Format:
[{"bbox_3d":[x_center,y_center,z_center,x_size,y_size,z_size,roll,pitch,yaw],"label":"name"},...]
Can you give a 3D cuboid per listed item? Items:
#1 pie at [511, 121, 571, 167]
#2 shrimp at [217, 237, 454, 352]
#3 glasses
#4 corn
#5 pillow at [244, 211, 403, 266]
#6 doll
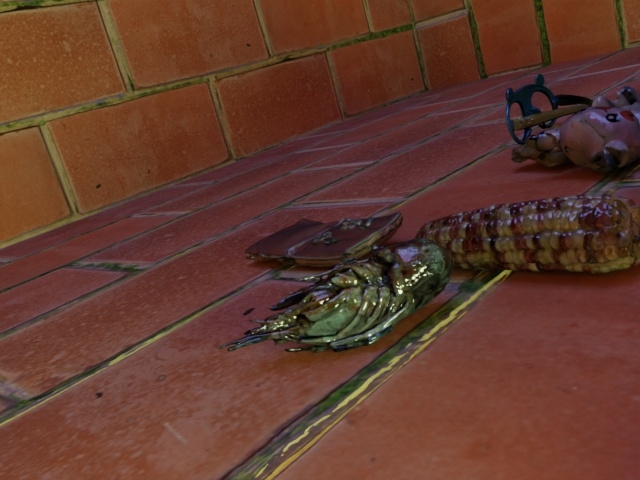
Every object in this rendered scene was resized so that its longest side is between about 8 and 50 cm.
[{"bbox_3d":[0.454,-0.180,1.052,0.282,0.068,0.128,-22,17,-10],"label":"pie"},{"bbox_3d":[0.018,0.062,0.586,0.233,0.079,0.090,-20,53,-8],"label":"shrimp"},{"bbox_3d":[0.482,-0.242,1.275,0.207,0.102,0.239,30,39,31],"label":"glasses"},{"bbox_3d":[0.200,-0.003,0.645,0.079,0.079,0.237,-28,16,-39],"label":"corn"},{"bbox_3d":[0.000,0.000,0.895,0.126,0.043,0.232,-28,18,-37],"label":"pillow"},{"bbox_3d":[0.426,-0.158,0.927,0.192,0.095,0.149,-20,33,-19],"label":"doll"}]
